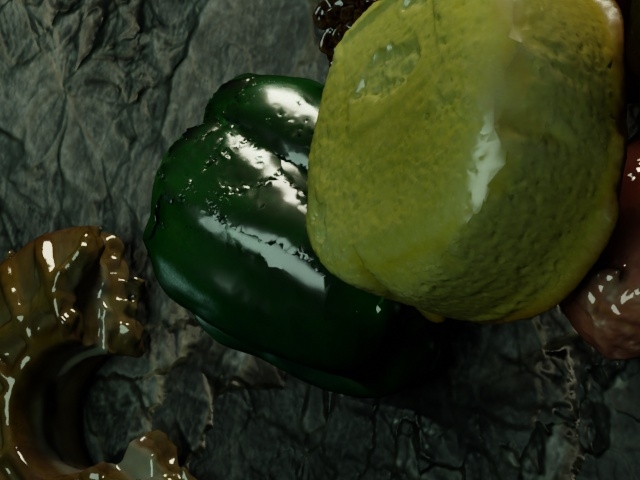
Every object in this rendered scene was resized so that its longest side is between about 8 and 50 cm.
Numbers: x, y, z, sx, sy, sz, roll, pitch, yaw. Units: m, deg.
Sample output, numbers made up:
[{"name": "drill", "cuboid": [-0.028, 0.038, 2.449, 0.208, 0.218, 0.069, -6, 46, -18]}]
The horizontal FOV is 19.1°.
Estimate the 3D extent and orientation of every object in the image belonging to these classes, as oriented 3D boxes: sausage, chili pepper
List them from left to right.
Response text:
[{"name": "chili pepper", "cuboid": [0.000, 0.000, 1.571, 0.257, 0.248, 0.233, 28, 88, 28]}, {"name": "sausage", "cuboid": [0.263, -0.017, 1.375, 0.254, 0.148, 0.148, -41, 50, -19]}]

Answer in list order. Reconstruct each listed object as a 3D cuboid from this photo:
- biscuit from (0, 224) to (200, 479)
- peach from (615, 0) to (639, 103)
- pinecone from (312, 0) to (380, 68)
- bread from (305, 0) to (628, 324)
[{"name": "biscuit", "cuboid": [-0.244, 0.180, 1.807, 0.268, 0.115, 0.366, -36, 61, 28]}, {"name": "peach", "cuboid": [0.260, -0.204, 1.424, 0.226, 0.196, 0.189, -11, 109, 39]}, {"name": "pinecone", "cuboid": [0.090, -0.191, 1.575, 0.163, 0.165, 0.162, 15, 122, 25]}, {"name": "bread", "cuboid": [0.106, -0.069, 1.345, 0.270, 0.148, 0.269, -29, 53, 46]}]
